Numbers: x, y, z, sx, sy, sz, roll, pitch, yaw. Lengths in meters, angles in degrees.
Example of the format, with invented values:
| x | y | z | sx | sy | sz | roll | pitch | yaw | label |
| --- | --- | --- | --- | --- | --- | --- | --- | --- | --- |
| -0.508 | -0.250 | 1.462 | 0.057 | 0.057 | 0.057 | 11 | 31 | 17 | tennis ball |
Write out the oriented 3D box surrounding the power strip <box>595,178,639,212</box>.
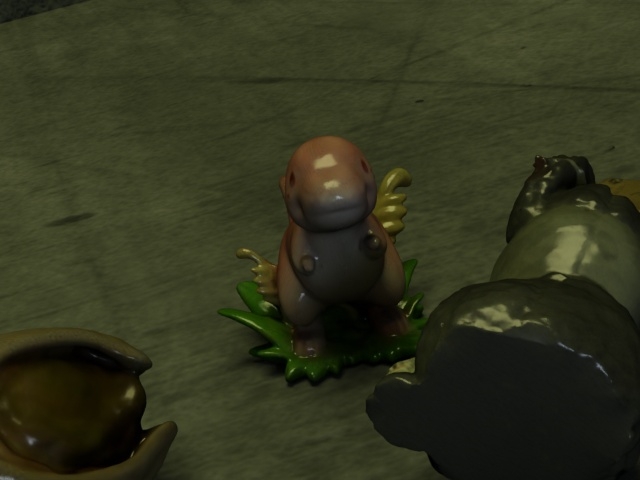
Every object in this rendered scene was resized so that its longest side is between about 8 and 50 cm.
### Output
| x | y | z | sx | sy | sz | roll | pitch | yaw | label |
| --- | --- | --- | --- | --- | --- | --- | --- | --- | --- |
| 0.311 | -0.010 | 1.161 | 0.305 | 0.044 | 0.064 | 7 | 30 | 33 | power strip |

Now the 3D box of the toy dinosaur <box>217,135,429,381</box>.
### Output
| x | y | z | sx | sy | sz | roll | pitch | yaw | label |
| --- | --- | --- | --- | --- | --- | --- | --- | --- | --- |
| -0.007 | 0.001 | 1.112 | 0.152 | 0.177 | 0.194 | -9 | 22 | 4 | toy dinosaur |

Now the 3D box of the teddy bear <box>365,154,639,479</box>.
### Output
| x | y | z | sx | sy | sz | roll | pitch | yaw | label |
| --- | --- | --- | --- | --- | --- | --- | --- | --- | --- |
| 0.159 | 0.064 | 0.962 | 0.171 | 0.144 | 0.251 | 25 | 35 | 19 | teddy bear |

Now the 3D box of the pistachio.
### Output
| x | y | z | sx | sy | sz | roll | pitch | yaw | label |
| --- | --- | --- | --- | --- | --- | --- | --- | --- | --- |
| -0.206 | 0.130 | 0.965 | 0.238 | 0.138 | 0.153 | -16 | -11 | -12 | pistachio |
